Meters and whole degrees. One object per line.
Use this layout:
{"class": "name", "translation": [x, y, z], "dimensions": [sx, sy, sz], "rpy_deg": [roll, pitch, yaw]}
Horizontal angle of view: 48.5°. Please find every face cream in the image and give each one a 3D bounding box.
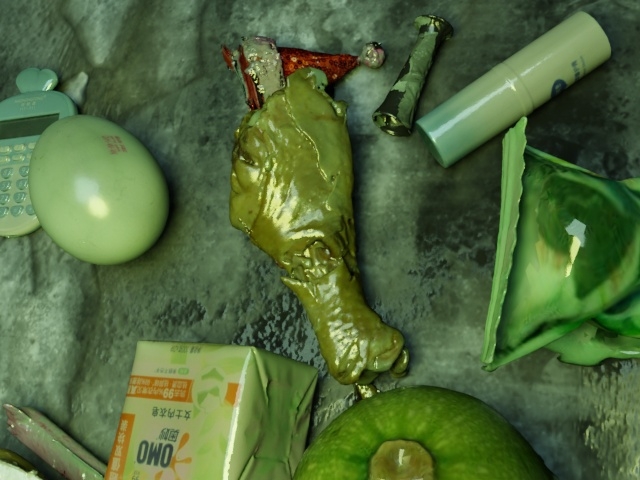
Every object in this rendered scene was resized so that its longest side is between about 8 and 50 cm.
{"class": "face cream", "translation": [0.246, -0.193, 0.918], "dimensions": [0.250, 0.077, 0.077], "rpy_deg": [-34, 63, 4]}

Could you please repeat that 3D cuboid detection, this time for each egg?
{"class": "egg", "translation": [-0.320, -0.078, 1.014], "dimensions": [0.183, 0.183, 0.264], "rpy_deg": [-41, 55, 1]}

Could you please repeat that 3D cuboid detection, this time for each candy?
{"class": "candy", "translation": [0.368, 0.024, 0.746], "dimensions": [0.397, 0.172, 0.263], "rpy_deg": [5, 83, 2]}

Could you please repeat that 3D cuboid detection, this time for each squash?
{"class": "squash", "translation": [0.100, 0.279, 0.646], "dimensions": [0.310, 0.309, 0.310], "rpy_deg": [-3, 70, 9]}

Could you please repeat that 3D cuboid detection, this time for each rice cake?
{"class": "rice cake", "translation": [-0.314, 0.297, 0.927], "dimensions": [0.290, 0.081, 0.051], "rpy_deg": [25, 67, 25]}

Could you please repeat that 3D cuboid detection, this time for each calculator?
{"class": "calculator", "translation": [-0.487, -0.151, 1.178], "dimensions": [0.188, 0.042, 0.303], "rpy_deg": [-3, 70, 19]}

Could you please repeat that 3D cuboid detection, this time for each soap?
{"class": "soap", "translation": [-0.127, 0.220, 0.840], "dimensions": [0.199, 0.138, 0.182], "rpy_deg": [-3, 69, 33]}

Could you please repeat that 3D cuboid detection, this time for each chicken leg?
{"class": "chicken leg", "translation": [0.000, 0.000, 0.900], "dimensions": [0.201, 0.153, 0.429], "rpy_deg": [-22, 72, 2]}

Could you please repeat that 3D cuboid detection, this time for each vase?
{"class": "vase", "translation": [0.129, -0.229, 0.984], "dimensions": [0.059, 0.059, 0.167], "rpy_deg": [19, 77, 24]}

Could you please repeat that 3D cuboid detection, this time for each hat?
{"class": "hat", "translation": [-0.018, -0.251, 1.034], "dimensions": [0.227, 0.129, 0.140], "rpy_deg": [-15, 40, -6]}

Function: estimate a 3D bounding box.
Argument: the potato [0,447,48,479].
{"class": "potato", "translation": [-0.421, 0.387, 0.872], "dimensions": [0.299, 0.196, 0.247], "rpy_deg": [-26, 73, -4]}
